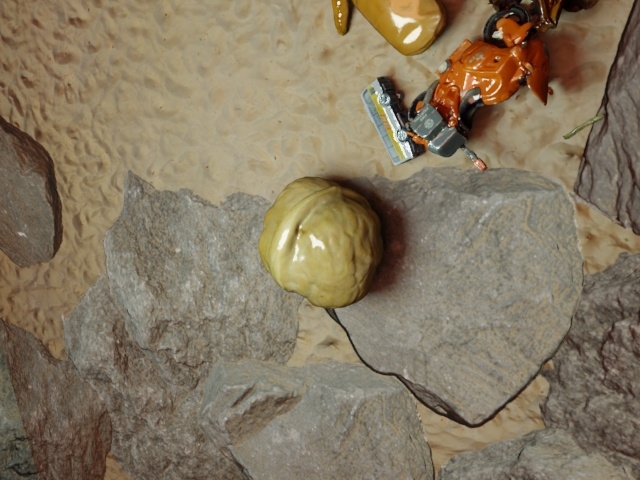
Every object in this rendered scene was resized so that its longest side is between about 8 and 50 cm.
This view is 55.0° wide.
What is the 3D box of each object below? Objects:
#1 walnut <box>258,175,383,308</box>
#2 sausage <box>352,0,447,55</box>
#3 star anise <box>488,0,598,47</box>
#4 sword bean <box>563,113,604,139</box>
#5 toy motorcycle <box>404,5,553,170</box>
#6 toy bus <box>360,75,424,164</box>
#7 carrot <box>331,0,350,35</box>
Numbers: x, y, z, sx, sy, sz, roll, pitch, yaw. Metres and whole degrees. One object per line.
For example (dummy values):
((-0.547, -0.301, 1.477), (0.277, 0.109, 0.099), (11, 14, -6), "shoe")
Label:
((0.000, 0.000, 1.380), (0.296, 0.285, 0.285), (39, 119, 38), "walnut")
((0.153, -0.489, 1.255), (0.241, 0.120, 0.136), (46, 127, 12), "sausage")
((0.405, -0.476, 1.120), (0.220, 0.126, 0.190), (-31, 85, 3), "star anise")
((0.512, -0.222, 1.197), (0.083, 0.012, 0.012), (-33, 86, 31), "sword bean")
((0.319, -0.292, 1.208), (0.325, 0.148, 0.221), (-47, 55, 19), "toy motorcycle")
((0.159, -0.261, 1.347), (0.075, 0.064, 0.190), (-28, 88, 42), "toy bus")
((0.038, -0.541, 1.316), (0.061, 0.061, 0.209), (10, 131, 25), "carrot")
